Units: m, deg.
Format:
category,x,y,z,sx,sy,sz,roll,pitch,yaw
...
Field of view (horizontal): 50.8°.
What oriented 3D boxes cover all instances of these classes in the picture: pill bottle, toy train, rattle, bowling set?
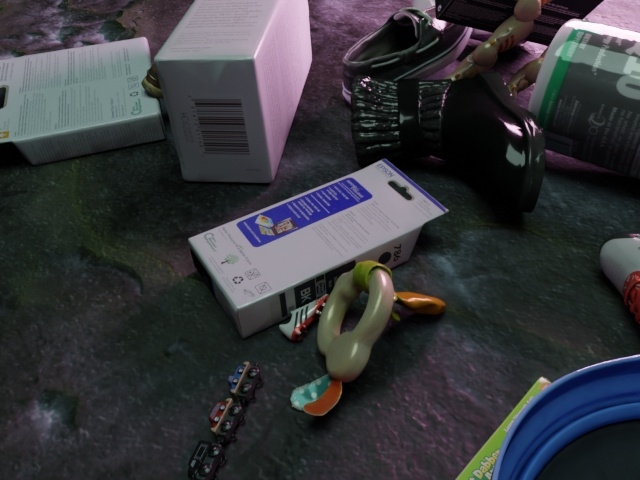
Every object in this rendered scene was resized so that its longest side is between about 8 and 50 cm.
category,x,y,z,sx,sy,sz,roll,pitch,yaw
pill bottle,0.511,-0.188,1.002,0.361,0.204,0.204,23,48,23
toy train,-0.106,0.199,0.755,0.036,0.027,0.158,1,41,23
rattle,0.060,0.137,0.809,0.130,0.142,0.200,-15,49,37
bowling set,0.363,-0.303,1.183,0.200,0.287,0.154,47,63,4

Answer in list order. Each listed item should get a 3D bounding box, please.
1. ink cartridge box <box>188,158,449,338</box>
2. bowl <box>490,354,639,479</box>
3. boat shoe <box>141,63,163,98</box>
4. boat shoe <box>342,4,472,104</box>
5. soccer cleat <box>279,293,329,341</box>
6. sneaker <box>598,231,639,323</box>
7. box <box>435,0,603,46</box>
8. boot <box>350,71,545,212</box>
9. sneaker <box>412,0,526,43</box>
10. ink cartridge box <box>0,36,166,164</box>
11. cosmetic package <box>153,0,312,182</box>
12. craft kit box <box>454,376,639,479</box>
category,x,y,z,sx,sy,sz,roll,pitch,yaw
ink cartridge box,0.000,0.000,0.945,0.332,0.065,0.165,-24,44,-19
bowl,0.323,0.262,0.524,0.390,0.077,0.391,-2,41,2
boat shoe,-0.251,-0.302,1.274,0.064,0.060,0.178,48,32,24
boat shoe,0.175,-0.379,1.281,0.121,0.119,0.335,36,66,29
soccer cleat,-0.019,0.094,0.865,0.035,0.029,0.083,26,54,25
sneaker,0.404,0.094,0.778,0.145,0.090,0.270,-25,47,-25
box,0.364,-0.465,1.218,0.261,0.184,0.103,7,72,-18
boot,0.180,-0.155,1.055,0.260,0.131,0.348,-3,35,-3
sneaker,0.333,-0.491,1.404,0.305,0.152,0.114,15,13,20
ink cartridge box,-0.478,-0.271,1.295,0.330,0.071,0.324,-13,44,-8
cosmetic package,-0.131,-0.325,1.205,0.161,0.230,0.453,2,41,9
craft kit box,0.244,0.276,0.613,0.246,0.061,0.250,32,52,31
